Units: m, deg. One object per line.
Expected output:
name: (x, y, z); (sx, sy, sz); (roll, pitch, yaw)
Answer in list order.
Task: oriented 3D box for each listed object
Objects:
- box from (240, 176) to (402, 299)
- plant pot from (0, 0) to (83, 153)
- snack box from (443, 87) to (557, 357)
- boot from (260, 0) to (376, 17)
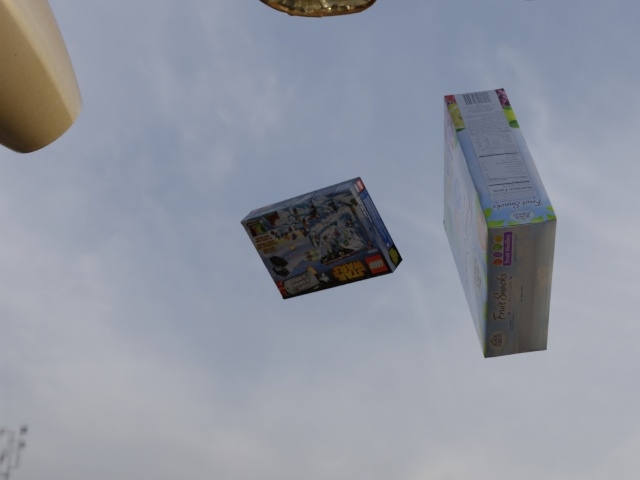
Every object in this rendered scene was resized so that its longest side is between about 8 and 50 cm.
box: (0.000, 0.000, 1.130); (0.137, 0.027, 0.094); (-15, -70, 36)
plant pot: (-0.456, -0.260, 1.623); (0.256, 0.256, 0.274); (-10, -46, 28)
snack box: (0.170, -0.019, 1.156); (0.070, 0.207, 0.174); (-9, -49, -3)
boot: (-0.088, -0.330, 1.129); (0.236, 0.269, 0.089); (-8, -35, -21)
